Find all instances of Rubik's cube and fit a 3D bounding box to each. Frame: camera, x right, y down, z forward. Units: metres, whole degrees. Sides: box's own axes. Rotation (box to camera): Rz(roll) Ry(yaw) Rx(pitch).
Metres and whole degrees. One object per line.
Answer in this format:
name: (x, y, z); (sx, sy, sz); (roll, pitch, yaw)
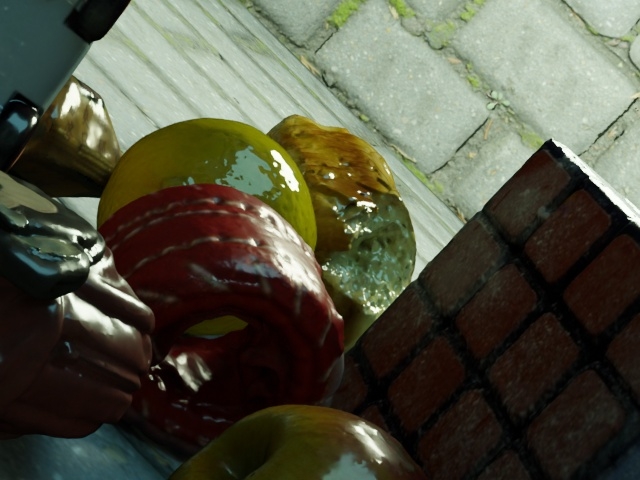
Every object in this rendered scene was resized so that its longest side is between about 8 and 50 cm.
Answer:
Rubik's cube: (0.231, 0.187, 1.143); (0.337, 0.344, 0.344); (38, 14, -28)

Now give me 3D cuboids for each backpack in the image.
backpack: (-0.193, 0.033, 0.804); (0.229, 0.139, 0.229); (28, 1, 0)

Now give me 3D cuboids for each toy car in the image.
toy car: (-0.256, -0.159, 1.008); (0.180, 0.270, 0.212); (35, -5, -14)

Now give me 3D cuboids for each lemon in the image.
lemon: (-0.092, -0.013, 1.150); (0.178, 0.178, 0.203); (47, -4, 17)

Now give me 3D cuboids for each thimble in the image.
thimble: (-0.075, 0.057, 1.012); (0.189, 0.163, 0.125); (28, 21, -32)

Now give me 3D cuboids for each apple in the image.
apple: (-0.002, 0.190, 0.875); (0.173, 0.160, 0.195); (62, 12, -19)

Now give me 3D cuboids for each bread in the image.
bread: (0.004, 0.005, 1.396); (0.149, 0.195, 0.344); (19, 18, -13)

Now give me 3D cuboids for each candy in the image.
candy: (-0.282, -0.139, 1.184); (0.271, 0.101, 0.143); (41, 1, 24)
